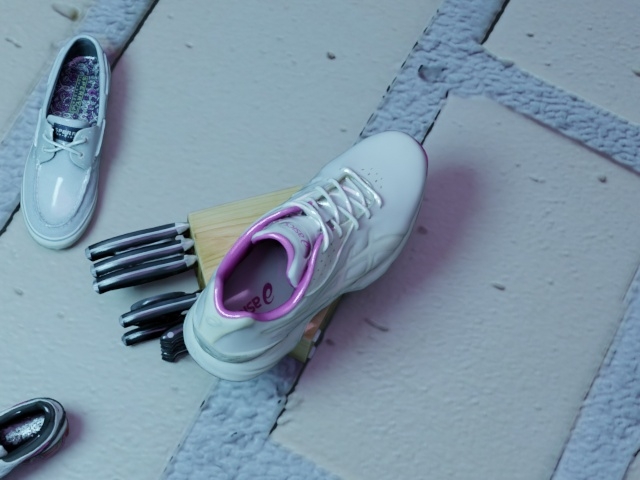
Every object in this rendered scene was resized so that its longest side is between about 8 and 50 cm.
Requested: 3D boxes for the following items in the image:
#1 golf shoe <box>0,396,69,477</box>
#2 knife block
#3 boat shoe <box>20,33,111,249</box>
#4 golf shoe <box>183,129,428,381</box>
[{"bbox_3d":[-0.324,0.202,1.309,0.186,0.086,0.067,-34,77,-15],"label":"golf shoe"},{"bbox_3d":[-0.086,0.004,1.403,0.242,0.088,0.275,28,70,4],"label":"knife block"},{"bbox_3d":[-0.261,-0.107,1.432,0.079,0.081,0.227,7,69,-3],"label":"boat shoe"},{"bbox_3d":[0.000,0.000,1.293,0.115,0.140,0.306,39,70,10],"label":"golf shoe"}]
